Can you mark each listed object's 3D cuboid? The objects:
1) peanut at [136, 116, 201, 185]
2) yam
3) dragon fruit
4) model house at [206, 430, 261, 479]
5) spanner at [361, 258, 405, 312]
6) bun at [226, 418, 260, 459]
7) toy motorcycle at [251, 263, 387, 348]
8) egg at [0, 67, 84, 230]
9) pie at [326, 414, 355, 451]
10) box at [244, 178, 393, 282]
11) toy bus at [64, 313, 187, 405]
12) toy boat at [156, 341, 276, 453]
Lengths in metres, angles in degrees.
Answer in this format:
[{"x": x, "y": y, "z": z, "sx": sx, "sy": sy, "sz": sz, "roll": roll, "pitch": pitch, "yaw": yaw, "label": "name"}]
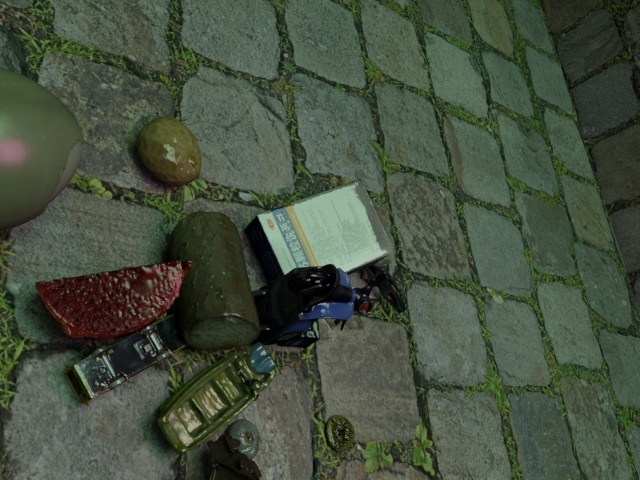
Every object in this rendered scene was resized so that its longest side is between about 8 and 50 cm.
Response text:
[{"x": -0.326, "y": -0.194, "z": 1.446, "sx": 0.159, "sy": 0.109, "sz": 0.140, "roll": 47, "pitch": 53, "yaw": -7, "label": "peanut"}, {"x": -0.217, "y": 0.087, "z": 1.326, "sx": 0.161, "sy": 0.161, "sz": 0.268, "roll": 14, "pitch": 41, "yaw": -36, "label": "yam"}, {"x": -0.364, "y": 0.112, "z": 1.211, "sx": 0.273, "sy": 0.161, "sz": 0.126, "roll": -10, "pitch": 90, "yaw": -16, "label": "dragon fruit"}, {"x": -0.158, "y": 0.473, "z": 1.186, "sx": 0.243, "sy": 0.204, "sz": 0.211, "roll": 58, "pitch": -5, "yaw": 32, "label": "model house"}, {"x": 0.128, "y": 0.048, "z": 1.724, "sx": 0.040, "sy": 0.095, "sz": 0.325, "roll": -32, "pitch": 89, "yaw": -48, "label": "spanner"}, {"x": -0.152, "y": 0.397, "z": 1.319, "sx": 0.083, "sy": 0.045, "sz": 0.083, "roll": 25, "pitch": 51, "yaw": -35, "label": "bun"}, {"x": -0.026, "y": 0.131, "z": 1.361, "sx": 0.212, "sy": 0.358, "sz": 0.125, "roll": 7, "pitch": 64, "yaw": -29, "label": "toy motorcycle"}, {"x": -0.559, "y": -0.150, "z": 1.097, "sx": 0.336, "sy": 0.278, "sz": 0.279, "roll": -7, "pitch": 72, "yaw": -43, "label": "egg"}, {"x": 0.045, "y": 0.434, "z": 1.490, "sx": 0.084, "sy": 0.021, "sz": 0.084, "roll": 21, "pitch": 54, "yaw": -33, "label": "pie"}, {"x": 0.000, "y": 0.000, "z": 1.575, "sx": 0.299, "sy": 0.106, "sz": 0.200, "roll": -21, "pitch": 82, "yaw": -27, "label": "box"}, {"x": -0.353, "y": 0.212, "z": 1.223, "sx": 0.226, "sy": 0.074, "sz": 0.081, "roll": -30, "pitch": 89, "yaw": -47, "label": "toy bus"}, {"x": -0.207, "y": 0.306, "z": 1.300, "sx": 0.276, "sy": 0.084, "sz": 0.111, "roll": -36, "pitch": 95, "yaw": -43, "label": "toy boat"}]
